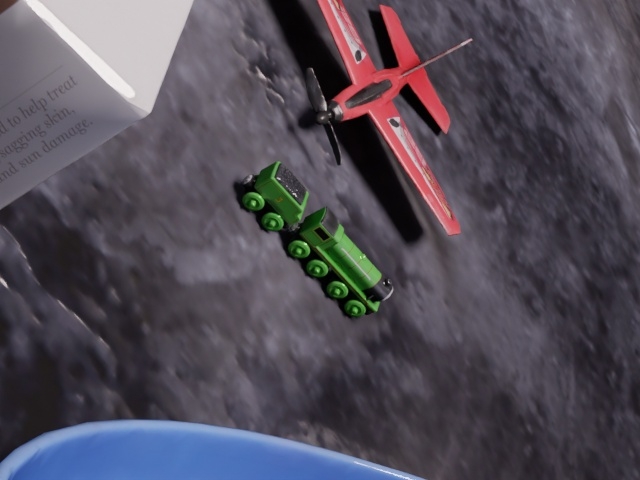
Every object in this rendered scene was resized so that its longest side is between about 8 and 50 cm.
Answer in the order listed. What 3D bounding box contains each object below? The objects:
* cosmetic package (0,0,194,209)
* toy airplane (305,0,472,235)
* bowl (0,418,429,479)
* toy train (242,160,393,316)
[{"bbox_3d":[-0.096,-0.112,0.689,0.085,0.117,0.231,43,38,-26],"label":"cosmetic package"},{"bbox_3d":[0.029,-0.074,0.920,0.151,0.028,0.151,34,42,-39],"label":"toy airplane"},{"bbox_3d":[0.072,0.173,0.551,0.391,0.077,0.391,24,9,-4],"label":"bowl"},{"bbox_3d":[0.000,0.000,0.827,0.083,0.024,0.017,46,36,-23],"label":"toy train"}]
